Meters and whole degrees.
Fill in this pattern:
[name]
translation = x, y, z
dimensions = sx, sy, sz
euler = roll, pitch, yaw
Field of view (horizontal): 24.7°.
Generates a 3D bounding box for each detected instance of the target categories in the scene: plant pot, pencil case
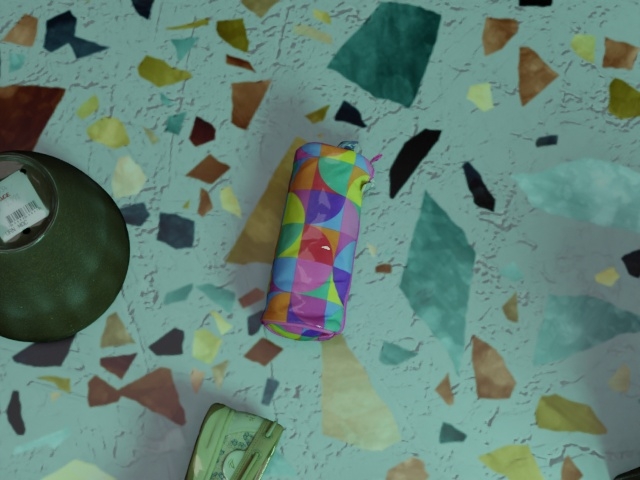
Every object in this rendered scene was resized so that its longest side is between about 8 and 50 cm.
[plant pot]
translation = -0.325, -0.012, 1.605
dimensions = 0.215, 0.230, 0.215
euler = 1, 77, -3
[pencil case]
translation = 0.000, 0.000, 1.687
dimensions = 0.104, 0.104, 0.236
euler = 13, 78, 0

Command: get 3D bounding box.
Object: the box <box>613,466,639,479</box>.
[box]
translation = 0.454, 0.260, 1.503
dimensions = 0.191, 0.381, 0.143
euler = -21, 81, -7

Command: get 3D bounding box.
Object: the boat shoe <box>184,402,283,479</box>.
[boat shoe]
translation = -0.117, 0.322, 1.601
dimensions = 0.089, 0.104, 0.285
euler = 14, 76, 3
